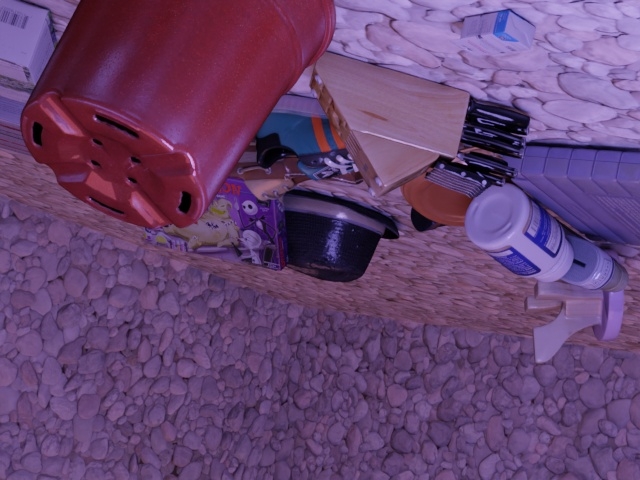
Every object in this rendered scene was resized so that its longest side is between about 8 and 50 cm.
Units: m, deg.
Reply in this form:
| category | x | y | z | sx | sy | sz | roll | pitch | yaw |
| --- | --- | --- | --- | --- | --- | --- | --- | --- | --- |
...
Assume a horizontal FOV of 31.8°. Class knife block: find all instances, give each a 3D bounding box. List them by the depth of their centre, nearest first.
| category | x | y | z | sx | sy | sz | roll | pitch | yaw |
| --- | --- | --- | --- | --- | --- | --- | --- | --- | --- |
| knife block | 0.148 | -0.174 | 1.531 | 0.275 | 0.242 | 0.088 | 60 | 169 | 5 |

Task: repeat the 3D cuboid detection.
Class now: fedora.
| category | x | y | z | sx | sy | sz | roll | pitch | yaw |
| --- | --- | --- | --- | --- | --- | --- | --- | --- | --- |
| fedora | 0.000 | 0.000 | 2.471 | 0.334 | 0.152 | 0.334 | 14 | 170 | 3 |

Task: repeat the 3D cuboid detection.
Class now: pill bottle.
| category | x | y | z | sx | sy | sz | roll | pitch | yaw |
| --- | --- | --- | --- | --- | --- | --- | --- | --- | --- |
| pill bottle | 0.322 | -0.005 | 1.781 | 0.112 | 0.112 | 0.187 | 6 | 160 | 43 |

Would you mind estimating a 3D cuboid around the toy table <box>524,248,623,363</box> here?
| category | x | y | z | sx | sy | sz | roll | pitch | yaw |
| --- | --- | --- | --- | --- | --- | --- | --- | --- | --- |
| toy table | 0.487 | 0.111 | 2.181 | 0.161 | 0.252 | 0.274 | -2 | 156 | 5 |

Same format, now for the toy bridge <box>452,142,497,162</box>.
| category | x | y | z | sx | sy | sz | roll | pitch | yaw |
| --- | --- | --- | --- | --- | --- | --- | --- | --- | --- |
| toy bridge | 0.190 | -0.135 | 1.689 | 0.188 | 0.063 | 0.026 | 4 | 123 | 47 |

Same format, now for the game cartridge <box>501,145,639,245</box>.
| category | x | y | z | sx | sy | sz | roll | pitch | yaw |
| --- | --- | --- | --- | --- | --- | --- | --- | --- | --- |
| game cartridge | 0.455 | -0.063 | 1.719 | 0.230 | 0.068 | 0.355 | 3 | 165 | 36 |

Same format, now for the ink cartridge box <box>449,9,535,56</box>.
| category | x | y | z | sx | sy | sz | roll | pitch | yaw |
| --- | --- | --- | --- | --- | --- | --- | --- | --- | --- |
| ink cartridge box | 0.190 | -0.229 | 1.250 | 0.048 | 0.028 | 0.083 | 23 | 167 | -38 |

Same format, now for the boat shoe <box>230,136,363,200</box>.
| category | x | y | z | sx | sy | sz | roll | pitch | yaw |
| --- | --- | --- | --- | --- | --- | --- | --- | --- | --- |
| boat shoe | -0.081 | -0.129 | 1.872 | 0.324 | 0.119 | 0.122 | 15 | -166 | 22 |

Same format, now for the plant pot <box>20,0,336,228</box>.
| category | x | y | z | sx | sy | sz | roll | pitch | yaw |
| --- | --- | --- | --- | --- | --- | --- | --- | --- | --- |
| plant pot | -0.156 | -0.172 | 1.154 | 0.272 | 0.265 | 0.272 | 18 | 150 | 11 |

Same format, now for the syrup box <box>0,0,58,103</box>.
| category | x | y | z | sx | sy | sz | roll | pitch | yaw |
| --- | --- | --- | --- | --- | --- | --- | --- | --- | --- |
| syrup box | -0.462 | -0.285 | 1.715 | 0.093 | 0.096 | 0.237 | 18 | 170 | -5 |

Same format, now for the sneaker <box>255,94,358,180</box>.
| category | x | y | z | sx | sy | sz | roll | pitch | yaw |
| --- | --- | --- | --- | --- | --- | --- | --- | --- | --- |
| sneaker | 0.038 | -0.141 | 1.703 | 0.302 | 0.121 | 0.108 | 9 | 169 | 28 |

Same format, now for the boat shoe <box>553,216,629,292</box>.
| category | x | y | z | sx | sy | sz | roll | pitch | yaw |
| --- | --- | --- | --- | --- | --- | --- | --- | --- | --- |
| boat shoe | 0.399 | 0.021 | 1.924 | 0.094 | 0.109 | 0.302 | 28 | -173 | -35 |

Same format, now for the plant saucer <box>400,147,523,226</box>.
| category | x | y | z | sx | sy | sz | roll | pitch | yaw |
| --- | --- | --- | --- | --- | --- | --- | --- | --- | --- |
| plant saucer | 0.227 | -0.079 | 1.819 | 0.200 | 0.037 | 0.200 | 6 | 150 | 4 |

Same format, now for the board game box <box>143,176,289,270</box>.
| category | x | y | z | sx | sy | sz | roll | pitch | yaw |
| --- | --- | --- | --- | --- | --- | --- | --- | --- | --- |
| board game box | -0.236 | -0.060 | 2.421 | 0.347 | 0.208 | 0.056 | 10 | -151 | 24 |

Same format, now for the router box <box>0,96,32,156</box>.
| category | x | y | z | sx | sy | sz | roll | pitch | yaw |
| --- | --- | --- | --- | --- | --- | --- | --- | --- | --- |
| router box | -0.506 | -0.214 | 2.222 | 0.335 | 0.082 | 0.301 | 16 | 170 | -5 |

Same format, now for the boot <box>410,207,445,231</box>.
| category | x | y | z | sx | sy | sz | roll | pitch | yaw |
| --- | --- | --- | --- | --- | --- | --- | --- | --- | --- |
| boot | 0.260 | -0.074 | 1.984 | 0.106 | 0.082 | 0.219 | -10 | 173 | -31 |
